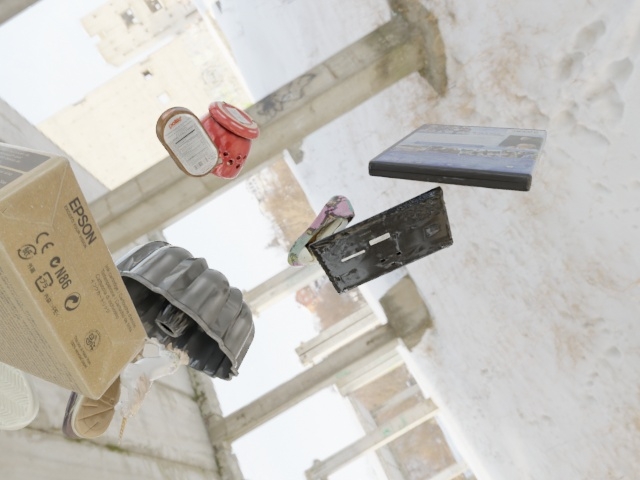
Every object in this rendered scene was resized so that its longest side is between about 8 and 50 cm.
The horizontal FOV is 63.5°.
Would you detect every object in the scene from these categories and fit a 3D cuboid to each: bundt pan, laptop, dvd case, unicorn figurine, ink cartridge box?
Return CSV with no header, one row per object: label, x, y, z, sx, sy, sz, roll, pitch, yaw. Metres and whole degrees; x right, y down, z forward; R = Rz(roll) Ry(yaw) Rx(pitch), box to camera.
bundt pan,-0.264,0.127,1.016,0.331,0.124,0.330,25,147,18
laptop,0.110,-0.010,0.966,0.264,0.235,0.136,60,-173,-51
dvd case,0.189,-0.116,0.672,0.253,0.181,0.022,-41,-46,-56
unicorn figurine,-0.258,0.192,0.744,0.111,0.162,0.060,22,128,32
ink cartridge box,-0.292,0.024,0.485,0.088,0.194,0.234,-56,-28,-42

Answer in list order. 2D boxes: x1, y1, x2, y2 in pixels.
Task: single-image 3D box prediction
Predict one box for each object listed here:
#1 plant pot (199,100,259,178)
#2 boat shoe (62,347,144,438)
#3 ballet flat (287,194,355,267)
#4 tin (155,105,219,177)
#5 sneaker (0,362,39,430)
plant pot,-0.291,-0.306,1.541,0.191,0.174,0.191,29,-155,-15
boat shoe,-0.456,0.276,1.084,0.102,0.093,0.285,53,-149,-37
ballet flat,0.000,0.000,1.130,0.077,0.221,0.079,13,-143,-39
tin,-0.314,-0.232,1.240,0.040,0.106,0.189,35,162,42
sneaker,-0.701,0.255,1.086,0.350,0.131,0.148,41,165,11
